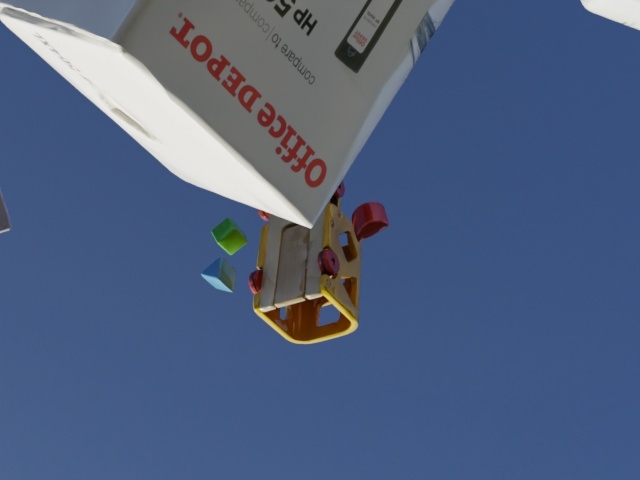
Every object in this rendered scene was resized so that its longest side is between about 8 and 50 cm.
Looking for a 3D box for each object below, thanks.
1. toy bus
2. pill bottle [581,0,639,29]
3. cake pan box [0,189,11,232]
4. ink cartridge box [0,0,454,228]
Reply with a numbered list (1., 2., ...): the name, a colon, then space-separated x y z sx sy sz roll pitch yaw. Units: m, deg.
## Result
1. toy bus: -0.005 0.011 1.346 0.202 0.191 0.104 -49 -47 -5
2. pill bottle: 0.333 -0.205 0.978 0.229 0.131 0.131 19 -79 -4
3. cake pan box: -0.386 -0.100 0.937 0.245 0.070 0.267 -17 -80 -21
4. ink cartridge box: -0.014 -0.129 0.526 0.203 0.086 0.148 -59 -40 -10
